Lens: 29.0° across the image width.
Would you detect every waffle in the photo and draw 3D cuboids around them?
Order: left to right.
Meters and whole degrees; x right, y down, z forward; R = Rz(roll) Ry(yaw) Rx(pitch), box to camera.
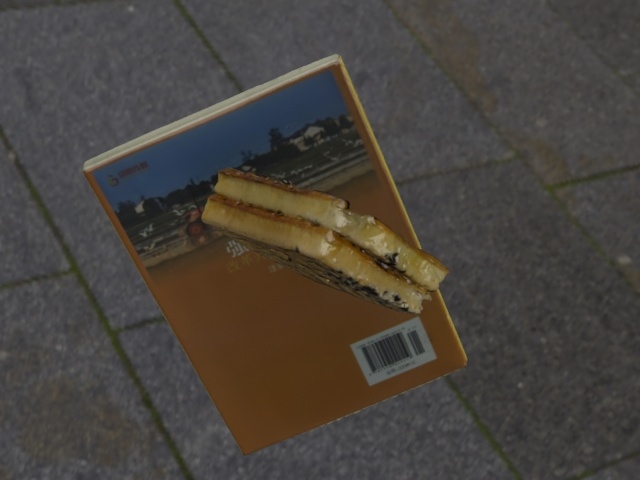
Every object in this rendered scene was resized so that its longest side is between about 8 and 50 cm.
[{"bbox_3d":[-0.001,0.000,0.790,0.102,0.042,0.148,32,-8,-38],"label":"waffle"}]

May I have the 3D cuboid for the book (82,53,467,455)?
[{"bbox_3d":[-0.033,0.029,1.224,0.263,0.374,0.028,-22,28,6],"label":"book"}]
